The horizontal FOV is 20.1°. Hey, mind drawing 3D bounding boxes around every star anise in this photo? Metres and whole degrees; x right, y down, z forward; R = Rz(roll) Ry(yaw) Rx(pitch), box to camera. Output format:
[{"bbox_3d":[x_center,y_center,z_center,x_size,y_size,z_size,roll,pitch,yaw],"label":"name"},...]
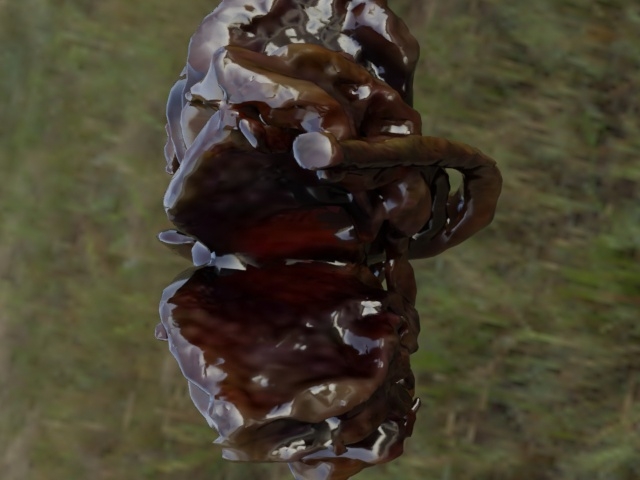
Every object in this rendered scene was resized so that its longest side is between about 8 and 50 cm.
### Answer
[{"bbox_3d":[0.000,0.000,0.649,0.220,0.126,0.190,-101,20,-58],"label":"star anise"}]
